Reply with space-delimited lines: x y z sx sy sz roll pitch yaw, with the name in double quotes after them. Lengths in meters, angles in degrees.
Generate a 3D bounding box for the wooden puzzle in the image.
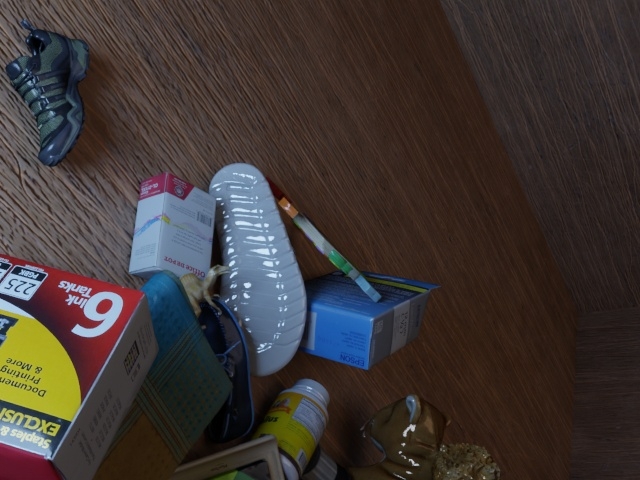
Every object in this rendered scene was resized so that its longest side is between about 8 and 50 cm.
-0.147 0.470 1.142 0.221 0.044 0.238 -11 91 -30 "wooden puzzle"

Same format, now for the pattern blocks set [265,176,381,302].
0.000 0.000 1.418 0.285 0.026 0.325 44 2 -30 "pattern blocks set"

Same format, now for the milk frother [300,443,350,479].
0.012 0.489 1.371 0.134 0.143 0.129 53 47 -37 "milk frother"

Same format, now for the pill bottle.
-0.059 0.372 1.326 0.117 0.117 0.215 63 35 -21 "pill bottle"

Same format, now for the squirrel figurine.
0.232 0.526 1.462 0.281 0.397 0.370 39 58 -38 "squirrel figurine"

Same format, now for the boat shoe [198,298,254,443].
-0.177 0.233 1.205 0.089 0.109 0.258 -19 94 -54 "boat shoe"

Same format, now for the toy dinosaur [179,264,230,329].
-0.220 0.103 1.140 0.183 0.053 0.092 -35 114 -47 "toy dinosaur"

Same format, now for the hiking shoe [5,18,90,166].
-0.420 -0.218 1.023 0.114 0.086 0.226 17 59 -39 "hiking shoe"

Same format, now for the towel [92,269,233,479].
-0.271 0.251 0.952 0.370 0.040 0.271 -54 136 -43 "towel"

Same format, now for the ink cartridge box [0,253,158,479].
-0.376 0.155 0.726 0.130 0.310 0.271 95 11 -49 "ink cartridge box"

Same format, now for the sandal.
-0.119 0.054 1.340 0.102 0.170 0.415 81 2 -84 "sandal"

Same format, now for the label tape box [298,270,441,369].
0.079 0.153 1.471 0.348 0.249 0.115 -11 108 -58 "label tape box"

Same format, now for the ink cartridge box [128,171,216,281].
-0.256 -0.011 1.193 0.127 0.072 0.175 31 55 -50 "ink cartridge box"
